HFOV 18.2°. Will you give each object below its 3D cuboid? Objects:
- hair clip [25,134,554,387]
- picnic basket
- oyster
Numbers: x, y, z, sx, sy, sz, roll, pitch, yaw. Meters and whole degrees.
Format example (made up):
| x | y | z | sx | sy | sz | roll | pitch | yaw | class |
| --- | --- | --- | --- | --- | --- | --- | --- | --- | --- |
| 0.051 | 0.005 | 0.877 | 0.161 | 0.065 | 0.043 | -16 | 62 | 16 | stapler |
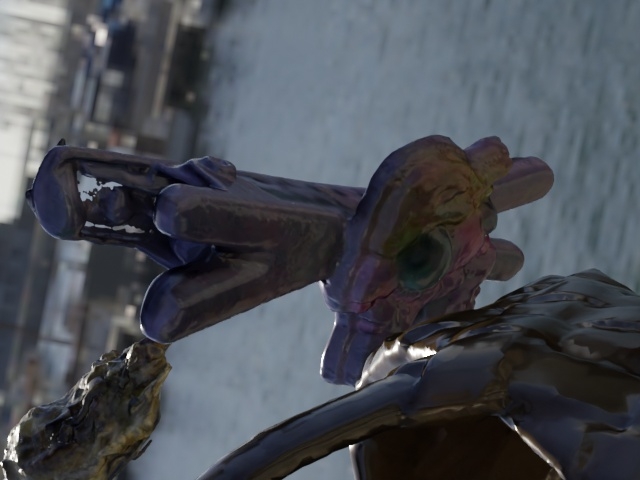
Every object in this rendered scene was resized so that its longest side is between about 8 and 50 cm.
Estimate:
| x | y | z | sx | sy | sz | roll | pitch | yaw | class |
| --- | --- | --- | --- | --- | --- | --- | --- | --- | --- |
| 0.004 | 0.006 | 0.938 | 0.090 | 0.278 | 0.137 | 42 | 123 | 50 | hair clip |
| 0.061 | 0.183 | 0.786 | 0.337 | 0.337 | 0.293 | -107 | 6 | -73 | picnic basket |
| -0.146 | 0.112 | 1.257 | 0.165 | 0.053 | 0.108 | -41 | 22 | 9 | oyster |
